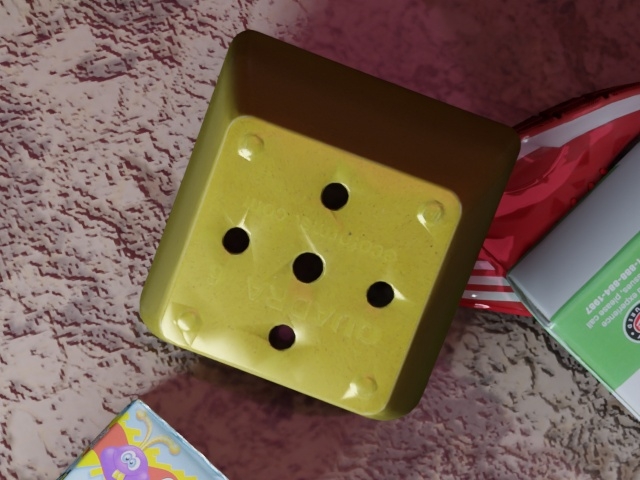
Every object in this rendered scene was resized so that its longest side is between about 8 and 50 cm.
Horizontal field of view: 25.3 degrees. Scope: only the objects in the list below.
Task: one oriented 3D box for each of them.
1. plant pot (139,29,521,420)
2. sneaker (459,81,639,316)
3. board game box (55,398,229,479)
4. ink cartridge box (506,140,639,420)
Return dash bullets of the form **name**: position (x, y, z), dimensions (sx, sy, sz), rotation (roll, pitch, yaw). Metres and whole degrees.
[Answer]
- **plant pot**: position (0.000, 0.000, 0.908), dimensions (0.212, 0.187, 0.212), rotation (21, 99, 0)
- **sneaker**: position (0.167, -0.023, 1.038), dimensions (0.221, 0.087, 0.128), rotation (-25, 96, 2)
- **board game box**: position (-0.163, 0.249, 0.916), dimensions (0.142, 0.144, 0.275), rotation (43, 79, -1)
- **ink cartridge box**: position (0.304, 0.063, 0.967), dimensions (0.211, 0.121, 0.289), rotation (-45, 106, 5)
